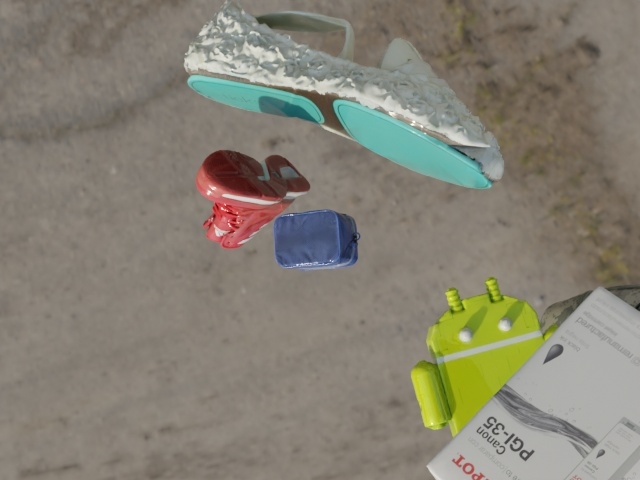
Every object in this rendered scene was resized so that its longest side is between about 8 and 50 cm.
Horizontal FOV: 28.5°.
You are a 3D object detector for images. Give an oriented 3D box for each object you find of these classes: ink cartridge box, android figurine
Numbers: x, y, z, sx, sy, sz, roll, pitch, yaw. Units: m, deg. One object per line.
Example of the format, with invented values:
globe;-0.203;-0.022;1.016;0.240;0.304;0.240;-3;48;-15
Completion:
ink cartridge box;0.288;0.222;1.336;0.283;0.207;0.117;-45;136;-6
android figurine;0.257;0.193;1.862;0.248;0.273;0.056;-12;175;-7

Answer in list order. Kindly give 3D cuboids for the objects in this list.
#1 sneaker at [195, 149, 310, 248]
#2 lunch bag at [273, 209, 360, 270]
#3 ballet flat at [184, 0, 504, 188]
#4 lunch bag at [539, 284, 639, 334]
sneaker;-0.102;-0.035;1.497;0.128;0.087;0.221;-49;160;19
lunch bag;0.000;0.000;1.494;0.098;0.067;0.065;-4;174;23
ballet flat;0.031;-0.185;1.430;0.409;0.147;0.147;21;149;19
lunch bag;0.513;0.210;1.981;0.305;0.213;0.256;38;141;-24
